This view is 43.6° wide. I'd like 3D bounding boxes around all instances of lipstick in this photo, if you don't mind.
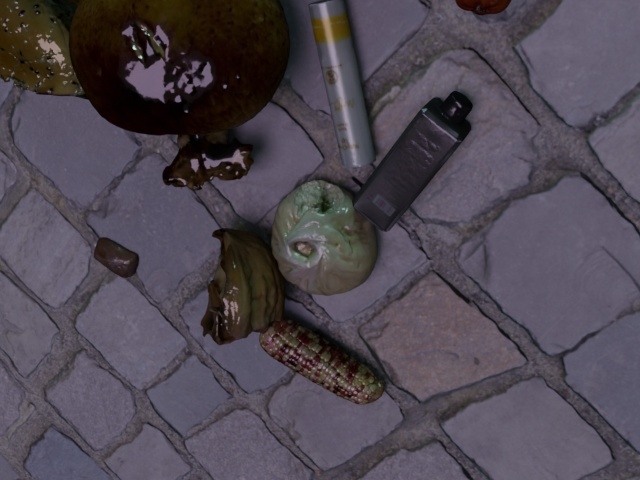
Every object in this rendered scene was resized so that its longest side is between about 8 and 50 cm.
[{"bbox_3d":[0.036,-0.244,1.258,0.059,0.059,0.263,-3,112,26],"label":"lipstick"}]

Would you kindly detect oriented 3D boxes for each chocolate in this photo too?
[{"bbox_3d":[-0.421,0.036,1.622,0.101,0.031,0.064,31,118,10],"label":"chocolate"}]

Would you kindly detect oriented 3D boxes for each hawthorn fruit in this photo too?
[{"bbox_3d":[0.229,-0.363,1.106,0.081,0.081,0.093,11,89,20],"label":"hawthorn fruit"}]

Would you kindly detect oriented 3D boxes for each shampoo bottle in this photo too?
[{"bbox_3d":[0.149,-0.128,1.248,0.080,0.079,0.246,39,124,2],"label":"shampoo bottle"}]

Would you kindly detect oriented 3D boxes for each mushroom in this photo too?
[{"bbox_3d":[-0.193,-0.287,1.271,0.331,0.356,0.334,-9,72,30],"label":"mushroom"}]

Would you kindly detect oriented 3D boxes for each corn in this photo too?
[{"bbox_3d":[0.002,0.227,1.486,0.253,0.086,0.086,32,123,7],"label":"corn"}]

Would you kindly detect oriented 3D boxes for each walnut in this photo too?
[{"bbox_3d":[-0.134,0.081,1.436,0.238,0.141,0.203,148,121,-70],"label":"walnut"}]

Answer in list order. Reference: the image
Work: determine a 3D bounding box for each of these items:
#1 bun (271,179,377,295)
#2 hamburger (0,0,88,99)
[{"bbox_3d":[0.000,0.000,1.352,0.179,0.128,0.193,5,114,24],"label":"bun"},{"bbox_3d":[-0.480,-0.354,1.377,0.288,0.167,0.192,19,123,16],"label":"hamburger"}]
